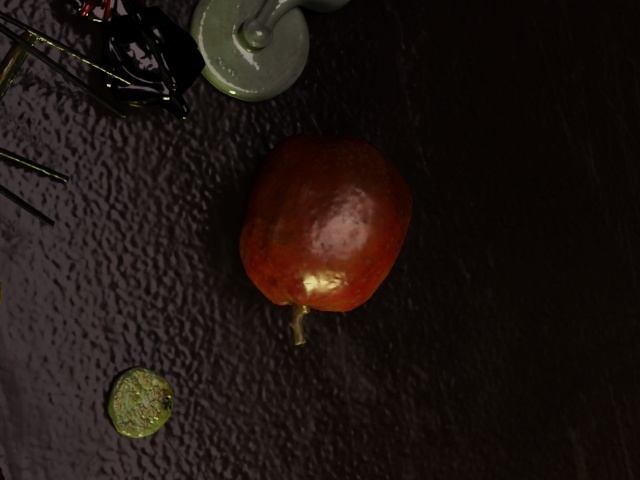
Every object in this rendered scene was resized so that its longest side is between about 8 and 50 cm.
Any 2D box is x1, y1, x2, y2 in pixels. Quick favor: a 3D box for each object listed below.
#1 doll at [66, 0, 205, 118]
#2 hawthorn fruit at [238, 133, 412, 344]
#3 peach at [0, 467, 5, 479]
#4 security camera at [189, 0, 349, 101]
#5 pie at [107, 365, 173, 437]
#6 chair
[{"bbox_3d":[-0.223,-0.252,1.537,0.127,0.088,0.248,-33,90,0],"label":"doll"},{"bbox_3d":[0.000,0.000,1.534,0.205,0.205,0.253,21,67,-20],"label":"hawthorn fruit"},{"bbox_3d":[-0.466,0.271,1.261,0.201,0.361,0.257,27,71,8],"label":"peach"},{"bbox_3d":[-0.042,-0.312,1.619,0.157,0.080,0.301,38,75,-16],"label":"security camera"},{"bbox_3d":[-0.214,0.193,1.532,0.085,0.017,0.085,2,86,-24],"label":"pie"},{"bbox_3d":[-0.353,-0.162,1.420,0.247,0.172,0.158,30,109,-17],"label":"chair"}]
